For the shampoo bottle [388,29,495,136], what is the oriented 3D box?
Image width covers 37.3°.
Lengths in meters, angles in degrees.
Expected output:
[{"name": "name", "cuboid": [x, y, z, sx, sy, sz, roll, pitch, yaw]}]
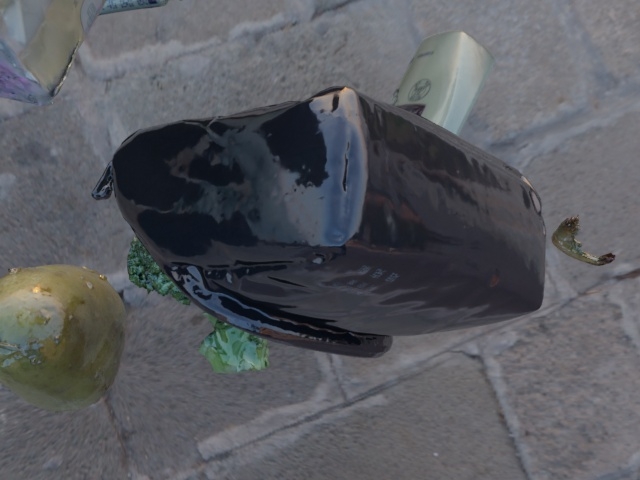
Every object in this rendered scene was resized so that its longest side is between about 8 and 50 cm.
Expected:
[{"name": "shampoo bottle", "cuboid": [0.086, -0.073, 1.064, 0.078, 0.134, 0.359, 36, 71, -23]}]

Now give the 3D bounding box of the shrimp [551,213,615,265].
[{"name": "shrimp", "cuboid": [0.333, 0.001, 1.193, 0.083, 0.114, 0.023, 28, 73, 16]}]

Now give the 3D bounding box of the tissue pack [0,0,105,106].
[{"name": "tissue pack", "cuboid": [-0.205, -0.220, 0.553, 0.215, 0.123, 0.256, 14, 67, 20]}]

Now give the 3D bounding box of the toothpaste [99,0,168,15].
[{"name": "toothpaste", "cuboid": [-0.295, -0.359, 1.398, 0.216, 0.037, 0.062, 0, 86, 20]}]

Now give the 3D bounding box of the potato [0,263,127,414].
[{"name": "potato", "cuboid": [-0.473, 0.156, 1.683, 0.219, 0.359, 0.269, 3, 69, 8]}]

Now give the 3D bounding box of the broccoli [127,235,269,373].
[{"name": "broccoli", "cuboid": [-0.124, 0.044, 1.273, 0.270, 0.270, 0.270, -9, 85, -13]}]

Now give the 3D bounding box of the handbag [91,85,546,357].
[{"name": "handbag", "cuboid": [0.001, 0.003, 0.771, 0.302, 0.275, 0.177, 15, 70, -49]}]
